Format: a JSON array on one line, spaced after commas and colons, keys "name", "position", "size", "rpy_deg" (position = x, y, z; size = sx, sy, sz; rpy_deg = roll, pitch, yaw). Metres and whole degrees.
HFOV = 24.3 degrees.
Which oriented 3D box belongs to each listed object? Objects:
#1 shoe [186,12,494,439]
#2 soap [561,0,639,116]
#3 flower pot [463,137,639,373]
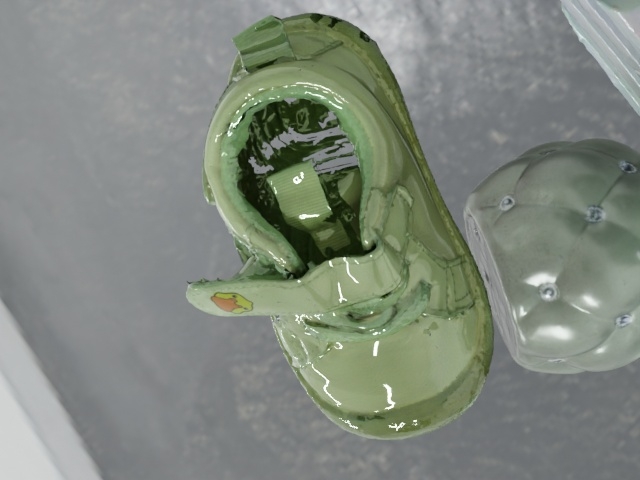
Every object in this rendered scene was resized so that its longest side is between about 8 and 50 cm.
[{"name": "shoe", "position": [0.002, -0.001, 0.868], "size": [0.140, 0.128, 0.262], "rpy_deg": [-12, 97, 29]}, {"name": "soap", "position": [0.346, -0.132, 1.281], "size": [0.347, 0.115, 0.208], "rpy_deg": [51, 180, -1]}, {"name": "flower pot", "position": [0.265, 0.014, 1.522], "size": [0.246, 0.195, 0.246], "rpy_deg": [161, 90, -89]}]
